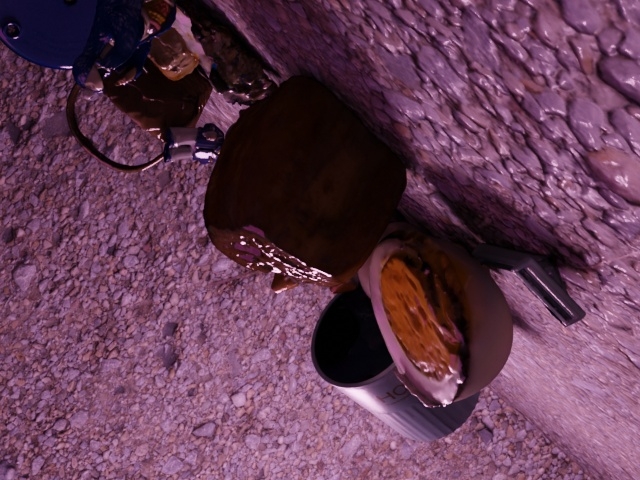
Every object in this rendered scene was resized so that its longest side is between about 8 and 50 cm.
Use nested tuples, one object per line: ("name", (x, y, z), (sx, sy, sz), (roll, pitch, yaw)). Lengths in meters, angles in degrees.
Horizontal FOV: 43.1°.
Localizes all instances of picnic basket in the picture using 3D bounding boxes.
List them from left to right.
("picnic basket", (-0.445, -0.312, 1.926), (0.293, 0.337, 0.337), (43, 175, -10))

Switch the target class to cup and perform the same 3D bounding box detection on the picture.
("cup", (0.185, 0.231, 1.738), (0.256, 0.331, 0.311), (5, 150, 44))

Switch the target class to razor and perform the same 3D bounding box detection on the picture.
("razor", (0.282, 0.035, 1.156), (0.111, 0.056, 0.278), (44, -178, -13))

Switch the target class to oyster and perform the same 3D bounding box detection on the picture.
("oyster", (-0.181, -0.325, 1.411), (0.260, 0.092, 0.198), (50, 177, 10))

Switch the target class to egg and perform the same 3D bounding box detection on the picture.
("egg", (0.203, 0.103, 1.282), (0.264, 0.174, 0.286), (8, 117, 64))

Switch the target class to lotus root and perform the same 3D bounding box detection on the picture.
("lotus root", (-0.044, -0.051, 1.281), (0.316, 0.250, 0.316), (19, 148, 12))

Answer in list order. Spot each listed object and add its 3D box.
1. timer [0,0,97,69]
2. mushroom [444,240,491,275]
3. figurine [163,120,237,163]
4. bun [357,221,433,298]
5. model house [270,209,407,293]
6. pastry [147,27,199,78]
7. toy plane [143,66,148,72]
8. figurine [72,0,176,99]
("timer", (-0.481, -0.506, 1.439), (0.270, 0.270, 0.383), (46, -173, -47))
("mushroom", (0.229, 0.065, 1.427), (0.148, 0.112, 0.148), (15, 150, 9))
("figurine", (-0.221, -0.207, 1.857), (0.133, 0.274, 0.194), (-114, 11, -46))
("bun", (0.158, 0.045, 1.530), (0.173, 0.173, 0.120), (42, 156, -3))
("model house", (0.000, 0.000, 1.698), (0.271, 0.301, 0.190), (41, -177, 1))
("pastry", (-0.332, -0.421, 1.678), (0.182, 0.093, 0.192), (48, -178, -9))
("toy plane", (-0.380, -0.380, 1.667), (0.080, 0.033, 0.083), (66, 174, -19))
("figurine", (-0.297, -0.336, 1.233), (0.120, 0.262, 0.164), (35, 162, -8))
